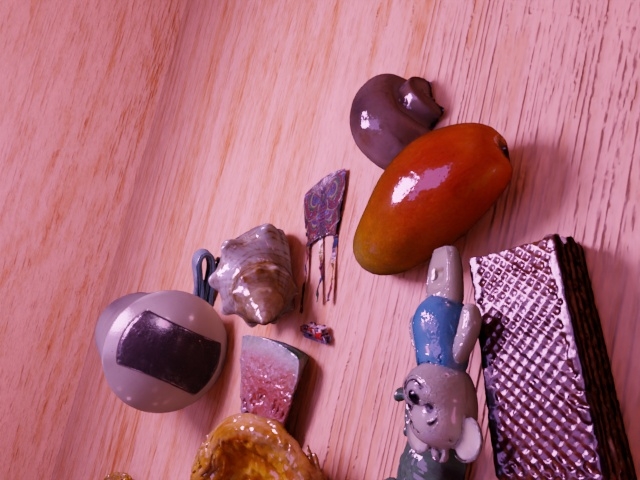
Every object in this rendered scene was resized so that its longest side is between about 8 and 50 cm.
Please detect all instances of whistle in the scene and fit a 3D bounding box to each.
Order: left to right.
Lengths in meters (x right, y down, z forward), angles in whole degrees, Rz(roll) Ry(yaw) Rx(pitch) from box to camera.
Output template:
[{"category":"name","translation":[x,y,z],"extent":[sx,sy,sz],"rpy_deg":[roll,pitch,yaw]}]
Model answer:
[{"category":"whistle","translation":[0.133,0.118,0.510],"extent":[0.114,0.077,0.235],"rpy_deg":[-32,48,60]}]

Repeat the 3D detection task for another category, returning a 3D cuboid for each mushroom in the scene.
[{"category":"mushroom","translation":[0.110,-0.199,0.759],"extent":[0.141,0.117,0.188],"rpy_deg":[-55,40,45]}]

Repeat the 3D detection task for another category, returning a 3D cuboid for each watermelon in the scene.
[{"category":"watermelon","translation":[-0.088,0.306,0.847],"extent":[0.154,0.095,0.240],"rpy_deg":[3,79,47]}]

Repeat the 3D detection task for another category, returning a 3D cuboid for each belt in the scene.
[{"category":"belt","translation":[-0.305,0.110,1.266],"extent":[0.065,0.100,0.179],"rpy_deg":[35,120,55]}]

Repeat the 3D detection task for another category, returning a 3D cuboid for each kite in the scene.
[{"category":"kite","translation":[0.000,0.000,0.907],"extent":[0.152,0.015,0.285],"rpy_deg":[-25,53,52]}]

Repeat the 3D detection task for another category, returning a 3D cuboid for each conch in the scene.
[{"category":"conch","translation":[-0.143,0.051,0.955],"extent":[0.203,0.170,0.386],"rpy_deg":[-53,37,15]}]

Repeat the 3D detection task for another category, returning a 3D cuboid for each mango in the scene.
[{"category":"mango","translation":[0.133,-0.041,0.631],"extent":[0.289,0.129,0.146],"rpy_deg":[-57,37,38]}]

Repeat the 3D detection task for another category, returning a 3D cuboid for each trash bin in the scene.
[{"category":"trash bin","translation":[-0.427,0.263,1.183],"extent":[0.432,0.281,0.280],"rpy_deg":[-6,71,58]}]

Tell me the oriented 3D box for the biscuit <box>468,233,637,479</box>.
[{"category":"biscuit","translation":[0.227,0.114,0.468],"extent":[0.106,0.070,0.251],"rpy_deg":[-26,54,47]}]

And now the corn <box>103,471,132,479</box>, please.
[{"category":"corn","translation":[-0.650,0.884,1.369],"extent":[0.120,0.121,0.362],"rpy_deg":[4,76,56]}]

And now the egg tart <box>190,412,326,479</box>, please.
[{"category":"egg tart","translation":[-0.086,0.410,0.716],"extent":[0.295,0.116,0.294],"rpy_deg":[-6,80,35]}]

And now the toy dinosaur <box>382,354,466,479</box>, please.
[{"category":"toy dinosaur","translation":[0.119,0.243,0.566],"extent":[0.120,0.079,0.291],"rpy_deg":[-29,54,40]}]

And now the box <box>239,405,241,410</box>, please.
[{"category":"box","translation":[-0.144,0.355,0.955],"extent":[0.083,0.012,0.046],"rpy_deg":[25,95,58]}]

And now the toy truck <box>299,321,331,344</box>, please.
[{"category":"toy truck","translation":[-0.008,0.167,0.831],"extent":[0.083,0.024,0.031],"rpy_deg":[-5,94,57]}]
